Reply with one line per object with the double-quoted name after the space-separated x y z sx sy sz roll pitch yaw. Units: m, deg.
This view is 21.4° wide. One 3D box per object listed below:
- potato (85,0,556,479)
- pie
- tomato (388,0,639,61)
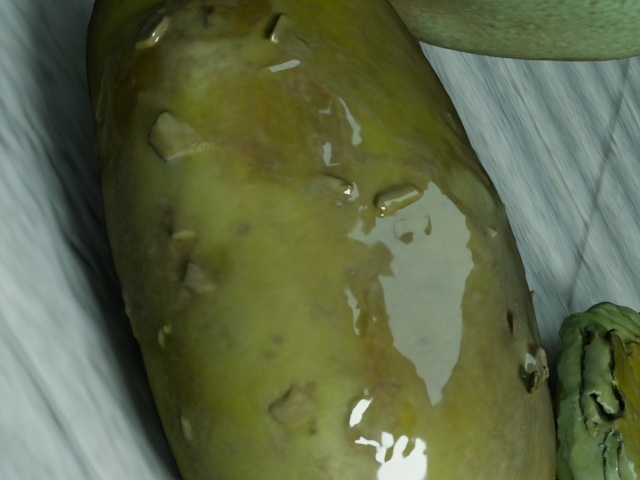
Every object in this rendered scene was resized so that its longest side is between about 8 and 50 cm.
0.000 0.000 0.629 0.296 0.141 0.191 68 18 10 "potato"
0.219 0.173 1.062 0.306 0.071 0.306 47 27 -34 "pie"
0.123 -0.231 0.946 0.303 0.303 0.239 36 51 -53 "tomato"
